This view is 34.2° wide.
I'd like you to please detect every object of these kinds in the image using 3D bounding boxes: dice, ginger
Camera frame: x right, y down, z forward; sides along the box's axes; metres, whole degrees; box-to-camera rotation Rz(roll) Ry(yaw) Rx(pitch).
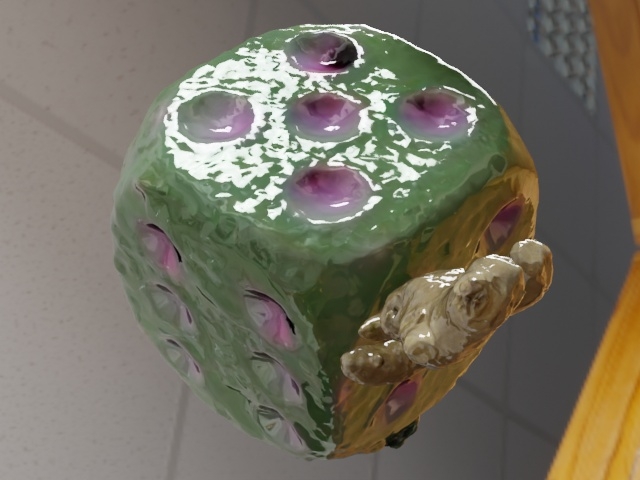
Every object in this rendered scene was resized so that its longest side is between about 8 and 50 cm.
[{"bbox_3d":[0.000,0.000,1.039,0.330,0.318,0.322,-38,-33,-29],"label":"dice"},{"bbox_3d":[0.098,0.040,0.702,0.149,0.258,0.065,-30,-100,-15],"label":"ginger"}]

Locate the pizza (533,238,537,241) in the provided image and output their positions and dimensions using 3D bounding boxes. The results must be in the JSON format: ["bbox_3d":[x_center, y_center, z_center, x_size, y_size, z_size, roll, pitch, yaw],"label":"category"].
[{"bbox_3d":[0.271,0.035,1.550,0.175,0.134,0.046,-17,-119,-50],"label":"pizza"}]
